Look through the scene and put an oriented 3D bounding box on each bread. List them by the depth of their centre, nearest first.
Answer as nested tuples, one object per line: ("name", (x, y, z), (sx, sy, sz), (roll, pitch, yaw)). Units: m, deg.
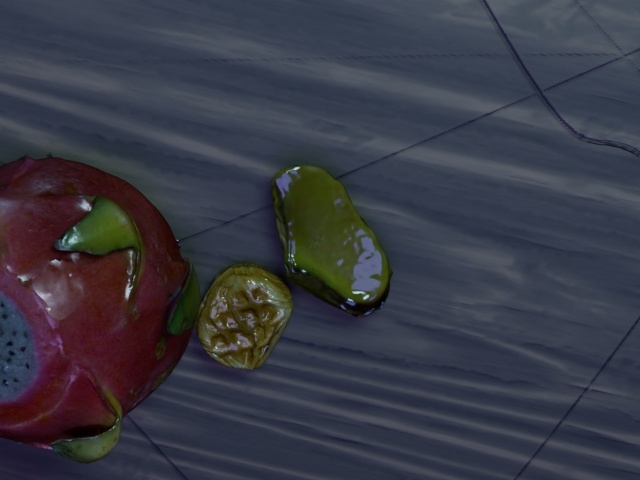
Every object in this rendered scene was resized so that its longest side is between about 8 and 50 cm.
("bread", (-0.075, 0.072, 1.858), (0.083, 0.044, 0.110), (25, 117, -5))

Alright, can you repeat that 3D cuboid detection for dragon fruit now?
("dragon fruit", (-0.266, 0.068, 1.782), (0.291, 0.189, 0.290), (4, 114, 10))

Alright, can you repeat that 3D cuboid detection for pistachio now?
("pistachio", (0.000, 0.000, 1.807), (0.089, 0.049, 0.173), (-33, 112, -4))
